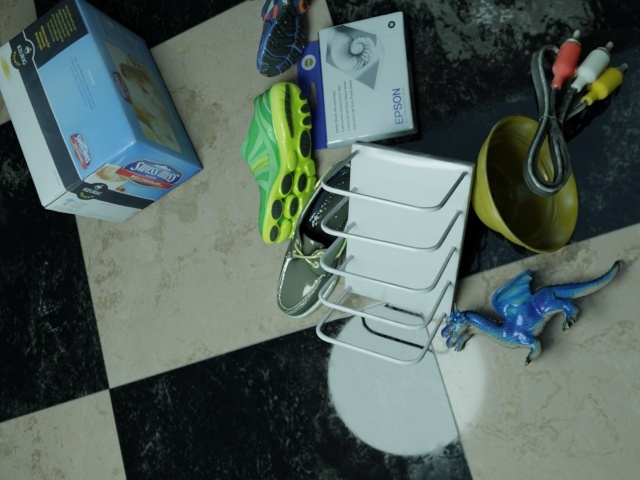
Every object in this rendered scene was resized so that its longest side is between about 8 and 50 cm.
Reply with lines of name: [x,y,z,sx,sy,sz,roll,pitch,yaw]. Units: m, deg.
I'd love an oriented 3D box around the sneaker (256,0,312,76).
sneaker: [-0.075,-0.411,1.215,0.087,0.083,0.221,4,74,50]

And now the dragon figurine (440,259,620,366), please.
dragon figurine: [0.321,0.096,0.997,0.289,0.085,0.144,-46,71,12]

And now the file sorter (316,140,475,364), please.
file sorter: [0.104,0.019,0.979,0.193,0.173,0.277,14,121,21]

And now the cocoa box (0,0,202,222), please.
cocoa box: [-0.434,-0.246,1.247,0.228,0.231,0.347,-30,74,15]

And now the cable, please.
cable: [0.365,-0.207,0.970,0.139,0.072,0.287,33,65,-1]

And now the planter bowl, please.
planter bowl: [0.299,-0.079,0.999,0.090,0.217,0.217,-19,74,53]

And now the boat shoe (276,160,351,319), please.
boat shoe: [-0.004,-0.002,1.129,0.109,0.091,0.305,28,94,22]

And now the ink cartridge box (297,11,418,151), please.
ink cartridge box: [0.056,-0.285,1.165,0.224,0.045,0.223,-8,81,20]

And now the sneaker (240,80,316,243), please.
sneaker: [-0.079,-0.140,1.184,0.123,0.109,0.295,0,87,48]
